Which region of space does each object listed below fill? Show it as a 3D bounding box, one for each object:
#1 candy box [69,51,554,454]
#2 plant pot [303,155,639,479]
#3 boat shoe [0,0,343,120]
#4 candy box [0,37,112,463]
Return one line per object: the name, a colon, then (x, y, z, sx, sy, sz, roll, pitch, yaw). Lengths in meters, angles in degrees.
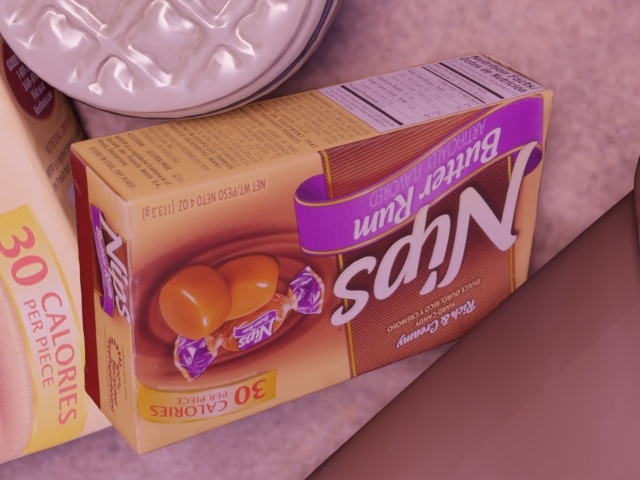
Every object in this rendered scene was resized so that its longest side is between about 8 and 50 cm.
candy box: (0.000, 0.000, 0.526, 0.186, 0.053, 0.109, -15, 124, -28)
plant pot: (0.128, 0.138, 0.511, 0.280, 0.323, 0.323, -28, 103, 24)
boat shoe: (-0.068, -0.295, 0.457, 0.187, 0.156, 0.500, -3, 106, 7)
candy box: (-0.205, -0.051, 0.542, 0.183, 0.087, 0.316, -20, 107, 6)
